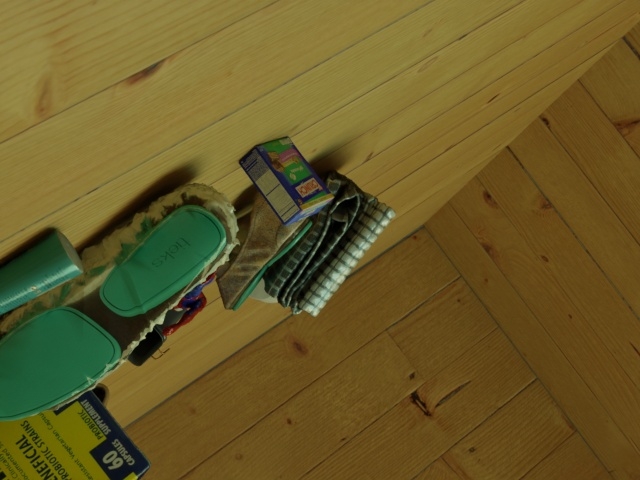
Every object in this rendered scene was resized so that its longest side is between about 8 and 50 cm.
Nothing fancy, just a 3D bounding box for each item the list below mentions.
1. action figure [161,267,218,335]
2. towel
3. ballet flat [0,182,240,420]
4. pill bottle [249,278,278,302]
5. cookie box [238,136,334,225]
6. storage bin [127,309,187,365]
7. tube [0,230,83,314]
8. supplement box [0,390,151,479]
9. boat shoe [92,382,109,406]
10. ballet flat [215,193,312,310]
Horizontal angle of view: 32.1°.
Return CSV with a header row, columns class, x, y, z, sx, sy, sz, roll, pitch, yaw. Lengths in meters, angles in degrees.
class,x,y,z,sx,sy,sz,roll,pitch,yaw
action figure,-0.241,0.090,1.768,0.139,0.091,0.280,-41,174,-17
towel,0.000,0.000,1.887,0.235,0.121,0.283,-53,-175,4
ballet flat,-0.265,0.071,1.379,0.409,0.147,0.147,-36,174,8
pill bottle,-0.085,0.061,2.223,0.121,0.121,0.216,-38,173,17
cookie box,-0.045,-0.080,1.486,0.040,0.107,0.092,-40,173,30
storage bin,-0.291,0.150,1.943,0.091,0.098,0.135,-44,-179,-40
tube,-0.355,0.064,1.188,0.207,0.052,0.080,-31,168,-2
supplement box,-0.430,0.346,1.461,0.356,0.194,0.195,-37,174,-25
boat shoe,-0.560,0.398,2.221,0.341,0.122,0.110,-44,176,-42
ballet flat,-0.113,0.008,1.766,0.107,0.106,0.316,-53,-177,-38
